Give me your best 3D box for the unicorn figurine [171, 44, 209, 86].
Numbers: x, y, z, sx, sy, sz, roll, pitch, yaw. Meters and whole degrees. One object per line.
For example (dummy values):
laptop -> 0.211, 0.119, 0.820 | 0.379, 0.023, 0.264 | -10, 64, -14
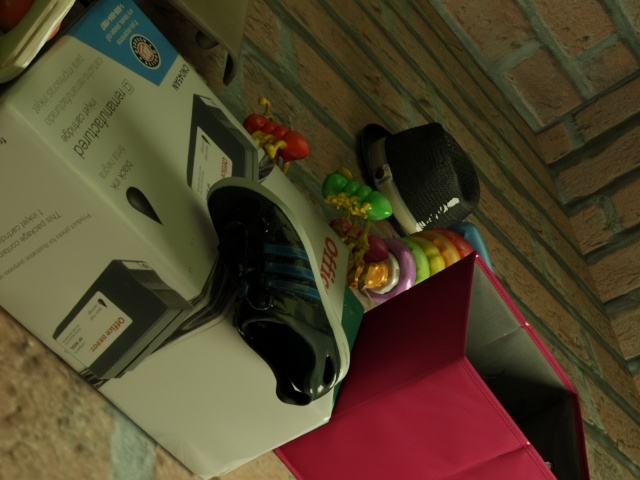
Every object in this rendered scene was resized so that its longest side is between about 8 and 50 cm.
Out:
unicorn figurine -> -0.198, -0.220, 1.141 | 0.111, 0.060, 0.162 | 46, 7, -33

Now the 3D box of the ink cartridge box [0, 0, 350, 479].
ink cartridge box -> -0.155, -0.009, 0.832 | 0.395, 0.166, 0.285 | 48, 27, -23

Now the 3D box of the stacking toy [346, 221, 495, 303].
stacking toy -> 0.128, 0.055, 1.362 | 0.302, 0.175, 0.165 | 4, 62, -45

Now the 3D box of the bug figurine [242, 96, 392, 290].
bug figurine -> -0.010, -0.048, 1.047 | 0.216, 0.072, 0.279 | 30, -23, 17

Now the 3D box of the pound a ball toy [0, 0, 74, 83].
pound a ball toy -> -0.266, -0.256, 0.704 | 0.136, 0.208, 0.319 | 36, 2, -43

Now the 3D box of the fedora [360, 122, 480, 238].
fedora -> 0.221, -0.124, 1.708 | 0.334, 0.152, 0.334 | 44, 28, -31

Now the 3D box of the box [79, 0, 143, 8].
box -> -0.244, -0.526, 0.758 | 0.472, 0.297, 0.480 | 44, -17, -6

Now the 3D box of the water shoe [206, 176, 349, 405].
water shoe -> -0.041, 0.039, 0.710 | 0.203, 0.073, 0.080 | 60, 30, -1

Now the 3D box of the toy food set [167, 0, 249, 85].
toy food set -> -0.223, -0.385, 1.212 | 0.306, 0.092, 0.219 | 39, 37, -33

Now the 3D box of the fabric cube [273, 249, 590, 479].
fabric cube -> 0.142, 0.217, 1.028 | 0.259, 0.258, 0.254 | 52, 24, -13

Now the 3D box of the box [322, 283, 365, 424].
box -> -0.020, 0.138, 1.000 | 0.060, 0.100, 0.244 | 53, 25, -13
